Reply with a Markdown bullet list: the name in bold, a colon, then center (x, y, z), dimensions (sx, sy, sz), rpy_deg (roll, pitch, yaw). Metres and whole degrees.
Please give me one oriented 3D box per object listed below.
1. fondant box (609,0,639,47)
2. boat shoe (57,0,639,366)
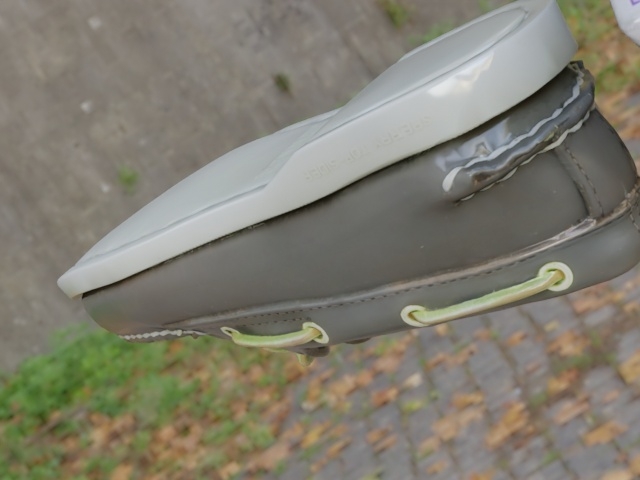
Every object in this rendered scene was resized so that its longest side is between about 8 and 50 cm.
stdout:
- **fondant box**: center (0.155, -0.176, 0.545), dimensions (0.096, 0.330, 0.238), rpy_deg (-29, -33, 27)
- **boat shoe**: center (-0.003, 0.003, 0.591), dimensions (0.109, 0.091, 0.305), rpy_deg (-42, 12, -37)
